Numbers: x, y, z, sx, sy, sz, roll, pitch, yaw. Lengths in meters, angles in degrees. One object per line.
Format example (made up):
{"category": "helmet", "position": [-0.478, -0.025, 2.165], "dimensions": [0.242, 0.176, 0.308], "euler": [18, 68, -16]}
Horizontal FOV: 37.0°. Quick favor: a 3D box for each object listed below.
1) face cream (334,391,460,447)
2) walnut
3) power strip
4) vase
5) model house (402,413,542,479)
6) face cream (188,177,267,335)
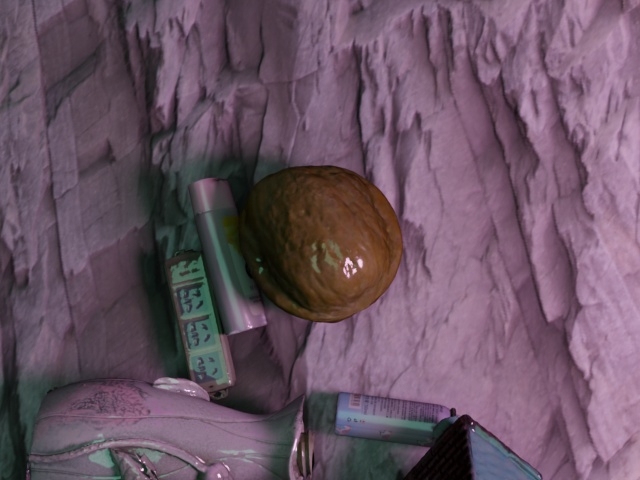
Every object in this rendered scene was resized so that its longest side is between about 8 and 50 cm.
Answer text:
{"category": "face cream", "position": [0.140, 0.306, 1.613], "dimensions": [0.229, 0.075, 0.075], "euler": [7, 85, 5]}
{"category": "walnut", "position": [0.000, 0.000, 1.576], "dimensions": [0.283, 0.227, 0.283], "euler": [0, 71, 1]}
{"category": "power strip", "position": [-0.209, 0.144, 1.662], "dimensions": [0.078, 0.052, 0.272], "euler": [-13, 84, 4]}
{"category": "vase", "position": [-0.232, 0.342, 1.550], "dimensions": [0.445, 0.250, 0.250], "euler": [1, 85, 1]}
{"category": "model house", "position": [0.233, 0.438, 1.539], "dimensions": [0.280, 0.230, 0.249], "euler": [-55, 49, 34]}
{"category": "face cream", "position": [-0.162, 0.026, 1.644], "dimensions": [0.073, 0.107, 0.269], "euler": [-17, 85, 12]}
